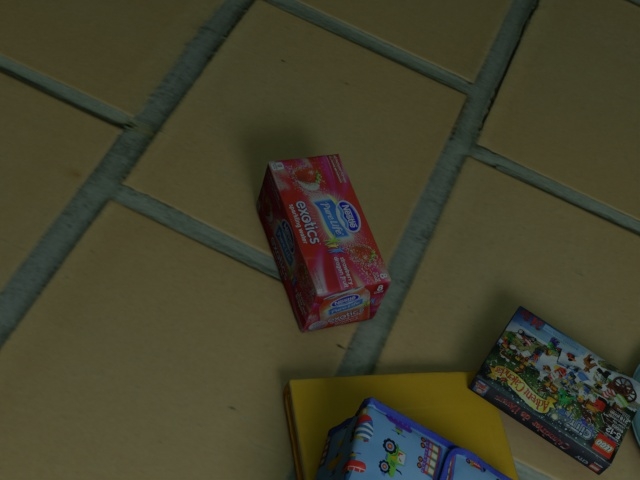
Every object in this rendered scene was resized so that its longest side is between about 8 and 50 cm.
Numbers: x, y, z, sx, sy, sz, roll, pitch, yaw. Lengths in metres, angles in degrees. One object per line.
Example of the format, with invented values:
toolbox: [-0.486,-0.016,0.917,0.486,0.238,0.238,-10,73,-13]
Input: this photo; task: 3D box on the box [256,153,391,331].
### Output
box: [0.000,0.000,1.676,0.128,0.123,0.257,-9,59,-21]

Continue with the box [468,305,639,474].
box: [0.363,0.225,1.613,0.233,0.044,0.159,33,54,9]

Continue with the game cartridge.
game cartridge: [0.124,0.328,1.533,0.323,0.053,0.285,0,56,-17]

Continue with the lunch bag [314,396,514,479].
lunch bag: [0.137,0.382,1.407,0.293,0.138,0.221,27,51,-12]

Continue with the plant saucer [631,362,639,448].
plant saucer: [0.631,0.302,1.682,0.317,0.044,0.318,7,55,-10]
